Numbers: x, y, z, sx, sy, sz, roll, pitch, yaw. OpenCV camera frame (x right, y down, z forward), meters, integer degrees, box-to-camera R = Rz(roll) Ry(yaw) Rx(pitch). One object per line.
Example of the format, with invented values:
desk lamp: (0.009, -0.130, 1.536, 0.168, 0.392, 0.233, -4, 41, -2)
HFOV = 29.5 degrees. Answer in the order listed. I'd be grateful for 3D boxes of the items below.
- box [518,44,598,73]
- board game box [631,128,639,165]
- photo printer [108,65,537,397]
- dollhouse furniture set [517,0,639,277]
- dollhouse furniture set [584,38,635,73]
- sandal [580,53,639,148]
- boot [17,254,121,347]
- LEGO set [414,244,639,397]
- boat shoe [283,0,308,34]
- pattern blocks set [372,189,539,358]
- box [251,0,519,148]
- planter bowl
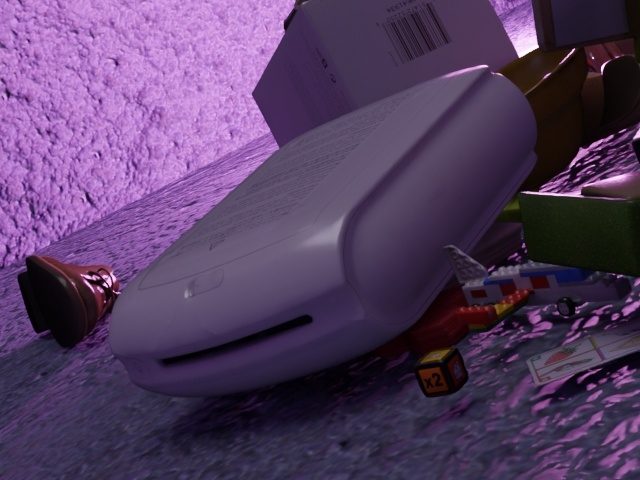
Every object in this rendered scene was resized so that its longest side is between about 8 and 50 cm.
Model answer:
box: (0.339, -0.234, 1.563, 0.201, 0.057, 0.293, -26, 10, 0)
board game box: (0.428, -0.142, 0.935, 0.347, 0.056, 0.208, -19, 8, 31)
photo printer: (0.000, 0.000, 0.905, 0.256, 0.107, 0.307, -19, 19, 39)
dollhouse furniture set: (0.236, -0.088, 0.579, 0.151, 0.197, 0.301, -14, 10, -26)
dollhouse furniture set: (0.409, -0.225, 1.276, 0.259, 0.135, 0.262, -35, 9, 8)
sandal: (0.273, -0.123, 1.170, 0.079, 0.088, 0.240, 7, -6, -19)
boot: (-0.292, 0.059, 1.472, 0.115, 0.112, 0.305, -17, 5, -18)
LEGO set: (0.166, 0.018, 0.709, 0.244, 0.060, 0.182, -21, 9, 7)
boat shoe: (-0.006, -0.292, 1.463, 0.049, 0.043, 0.137, -27, -4, -39)
pattern blocks set: (0.069, 0.026, 0.987, 0.285, 0.026, 0.325, -32, 12, -34)
box: (0.067, -0.206, 1.540, 0.215, 0.168, 0.345, -27, -4, -17)
planter bowl: (0.174, -0.094, 1.118, 0.217, 0.090, 0.217, -35, 10, 7)
